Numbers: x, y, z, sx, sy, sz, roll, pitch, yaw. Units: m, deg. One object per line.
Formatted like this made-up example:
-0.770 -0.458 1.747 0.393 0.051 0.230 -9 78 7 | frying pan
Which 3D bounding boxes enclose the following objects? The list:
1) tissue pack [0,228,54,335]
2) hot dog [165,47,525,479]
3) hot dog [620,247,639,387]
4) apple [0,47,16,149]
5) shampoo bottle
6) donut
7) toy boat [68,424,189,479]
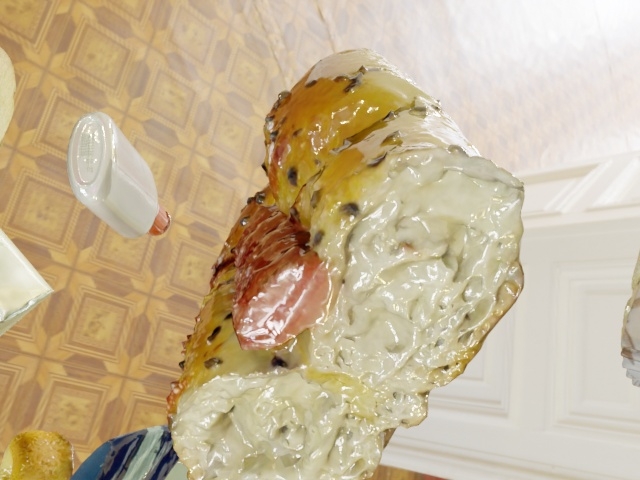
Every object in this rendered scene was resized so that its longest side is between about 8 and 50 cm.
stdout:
-0.764 0.048 1.130 0.404 0.332 0.205 53 23 -6 | tissue pack
0.000 0.000 0.573 0.196 0.367 0.365 27 27 -13 | hot dog
0.287 -0.005 0.400 0.144 0.075 0.267 8 103 -16 | hot dog
-0.617 -0.183 0.937 0.252 0.314 0.308 45 38 -47 | apple
-0.229 -0.058 0.715 0.221 0.052 0.108 78 7 -72 | shampoo bottle
-0.438 0.365 0.895 0.075 0.190 0.174 21 94 -35 | donut
-0.168 0.347 0.701 0.291 0.067 0.220 48 64 -30 | toy boat
